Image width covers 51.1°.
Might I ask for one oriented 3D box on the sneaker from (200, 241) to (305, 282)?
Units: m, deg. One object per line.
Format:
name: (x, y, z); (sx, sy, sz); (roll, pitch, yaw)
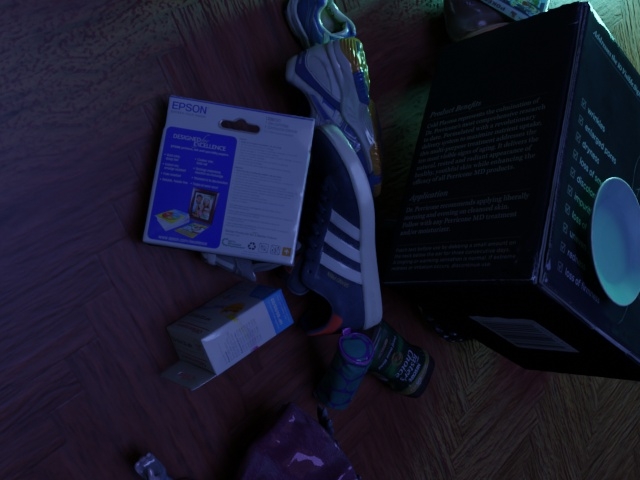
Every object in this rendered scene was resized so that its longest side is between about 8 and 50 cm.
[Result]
sneaker: (-0.066, -0.039, 0.988); (0.132, 0.086, 0.228); (30, 80, 2)

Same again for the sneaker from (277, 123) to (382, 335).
sneaker: (0.000, 0.000, 1.038); (0.148, 0.131, 0.349); (-15, 112, -13)

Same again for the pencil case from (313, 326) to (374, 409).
pencil case: (0.038, 0.214, 1.098); (0.065, 0.070, 0.151); (-7, 140, -26)

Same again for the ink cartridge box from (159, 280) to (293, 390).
ink cartridge box: (-0.143, 0.130, 0.955); (0.181, 0.104, 0.061); (-32, 113, -34)

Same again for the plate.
plate: (0.428, 0.002, 0.976); (0.188, 0.024, 0.188); (5, 82, -42)

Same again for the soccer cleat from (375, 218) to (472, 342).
soccer cleat: (0.198, 0.059, 1.254); (0.318, 0.109, 0.116); (47, 39, -26)

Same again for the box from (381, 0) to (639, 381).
box: (0.407, -0.053, 1.174); (0.480, 0.298, 0.471); (32, 67, -37)

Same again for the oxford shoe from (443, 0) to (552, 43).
oxford shoe: (0.370, -0.449, 1.330); (0.364, 0.130, 0.132); (-24, 90, -46)

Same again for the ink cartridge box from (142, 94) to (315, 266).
ink cartridge box: (-0.122, -0.080, 0.923); (0.207, 0.045, 0.208); (9, 84, -4)

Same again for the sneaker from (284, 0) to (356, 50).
sneaker: (0.022, -0.303, 1.075); (0.080, 0.081, 0.211); (-53, 125, -26)

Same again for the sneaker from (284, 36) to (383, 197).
sneaker: (0.027, -0.188, 1.087); (0.111, 0.131, 0.296); (-87, 164, -47)

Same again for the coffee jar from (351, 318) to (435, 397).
coffee jar: (0.127, 0.212, 1.206); (0.184, 0.079, 0.096); (37, 70, -36)

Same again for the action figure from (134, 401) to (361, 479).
action figure: (-0.122, 0.406, 0.990); (0.370, 0.248, 0.275); (-31, 156, -21)

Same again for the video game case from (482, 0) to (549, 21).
video game case: (0.351, -0.498, 1.263); (0.184, 0.023, 0.201); (28, 54, -4)
